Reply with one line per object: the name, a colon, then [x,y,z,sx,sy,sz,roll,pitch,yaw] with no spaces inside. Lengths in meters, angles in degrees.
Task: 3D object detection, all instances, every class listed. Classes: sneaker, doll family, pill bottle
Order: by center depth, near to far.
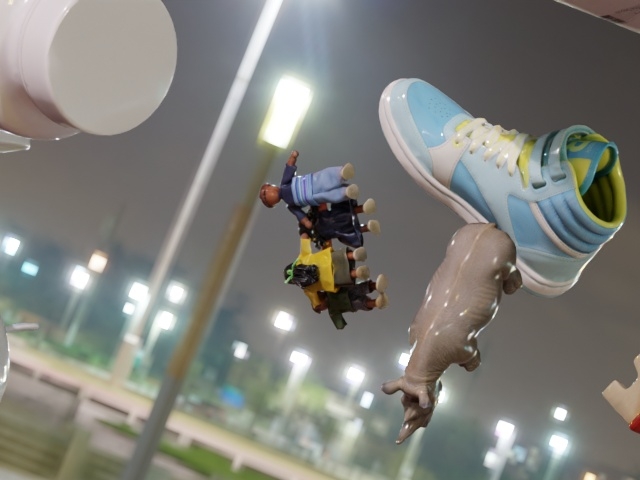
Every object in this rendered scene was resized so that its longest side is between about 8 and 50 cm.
pill bottle: [-0.188,-0.130,1.073,0.221,0.124,0.124,19,-6,46]
doll family: [0.000,0.000,1.871,0.111,0.193,0.076,-8,-4,35]
sneaker: [0.224,-0.103,2.012,0.319,0.127,0.208,45,-40,1]

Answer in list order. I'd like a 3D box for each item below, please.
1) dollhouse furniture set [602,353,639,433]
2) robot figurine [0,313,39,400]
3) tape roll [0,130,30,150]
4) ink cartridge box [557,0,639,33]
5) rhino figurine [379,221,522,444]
dollhouse furniture set: [0.539,0.204,2.042,0.374,0.201,0.152,22,26,-38]
robot figurine: [-0.403,0.120,1.433,0.200,0.353,0.300,43,-20,41]
tape roll: [-0.491,-0.201,2.233,0.246,0.169,0.246,0,-1,0]
ink cartridge box: [0.305,-0.270,1.583,0.273,0.115,0.198,16,-9,-27]
rhino figurine: [0.125,0.088,1.719,0.073,0.243,0.106,24,-10,20]
